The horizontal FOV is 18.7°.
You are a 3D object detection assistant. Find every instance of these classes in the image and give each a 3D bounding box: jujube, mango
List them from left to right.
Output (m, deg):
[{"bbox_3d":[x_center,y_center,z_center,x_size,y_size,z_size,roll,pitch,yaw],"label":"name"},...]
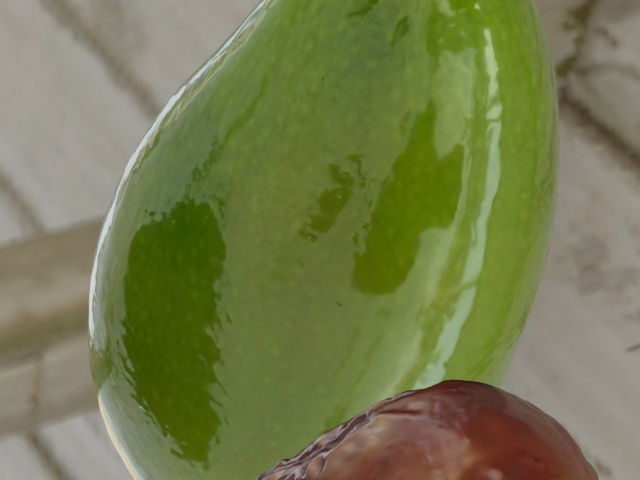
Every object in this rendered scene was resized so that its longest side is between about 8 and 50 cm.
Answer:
[{"bbox_3d":[0.000,0.000,0.815,0.192,0.156,0.343,38,-49,20],"label":"mango"},{"bbox_3d":[0.019,0.103,0.582,0.176,0.109,0.112,125,-17,-59],"label":"jujube"}]
